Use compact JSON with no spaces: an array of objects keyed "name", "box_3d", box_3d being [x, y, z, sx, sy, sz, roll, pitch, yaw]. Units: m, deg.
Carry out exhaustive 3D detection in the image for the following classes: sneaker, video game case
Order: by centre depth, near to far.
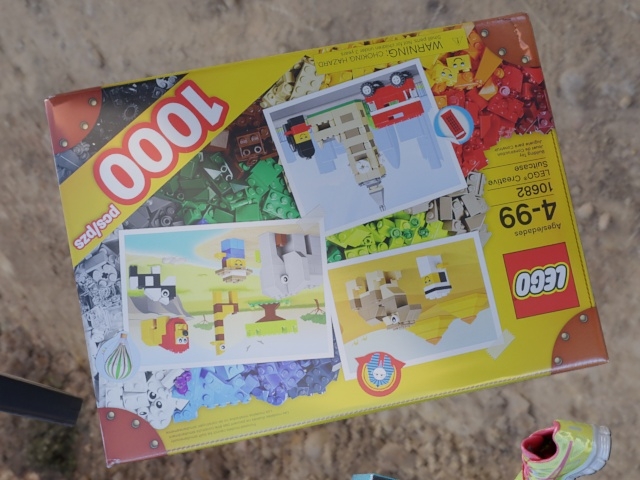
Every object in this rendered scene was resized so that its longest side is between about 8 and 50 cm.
[{"name":"video game case","box_3d":[-0.397,0.118,0.879,0.248,0.035,0.275,13,166,15]},{"name":"sneaker","box_3d":[0.315,0.308,1.285,0.094,0.081,0.208,20,133,-10]}]

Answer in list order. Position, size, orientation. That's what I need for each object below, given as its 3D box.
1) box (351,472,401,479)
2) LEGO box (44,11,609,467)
[{"name":"box","box_3d":[0.142,0.300,0.875,0.244,0.101,0.060,17,162,-11]},{"name":"LEGO box","box_3d":[0.000,0.000,0.983,0.193,0.500,0.373,119,140,-83]}]
